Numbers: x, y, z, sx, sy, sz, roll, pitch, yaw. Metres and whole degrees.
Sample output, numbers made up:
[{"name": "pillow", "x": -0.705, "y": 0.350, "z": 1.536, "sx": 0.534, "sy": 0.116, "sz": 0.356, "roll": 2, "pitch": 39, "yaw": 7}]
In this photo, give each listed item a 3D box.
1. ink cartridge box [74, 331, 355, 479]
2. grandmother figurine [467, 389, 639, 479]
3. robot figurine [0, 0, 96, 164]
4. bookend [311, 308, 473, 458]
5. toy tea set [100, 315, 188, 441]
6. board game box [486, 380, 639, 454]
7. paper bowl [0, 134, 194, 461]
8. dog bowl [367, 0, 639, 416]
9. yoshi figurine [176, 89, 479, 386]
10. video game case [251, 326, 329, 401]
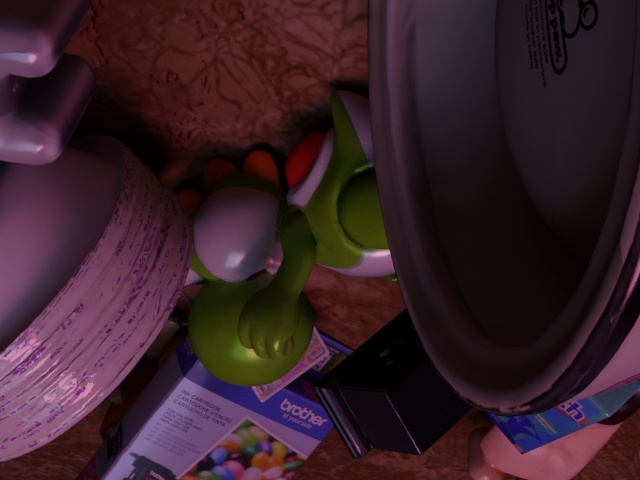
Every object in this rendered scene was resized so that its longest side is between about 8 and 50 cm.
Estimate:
[{"name": "ink cartridge box", "x": -0.112, "y": 0.212, "z": 1.115, "sx": 0.186, "sy": 0.065, "sz": 0.311, "roll": 31, "pitch": 104, "yaw": -28}, {"name": "grandmother figurine", "x": 0.270, "y": 0.151, "z": 1.061, "sx": 0.208, "sy": 0.104, "sz": 0.342, "roll": 22, "pitch": 136, "yaw": -11}, {"name": "robot figurine", "x": -0.344, "y": -0.144, "z": 0.739, "sx": 0.353, "sy": 0.200, "sz": 0.300, "roll": 9, "pitch": 125, "yaw": 0}, {"name": "bookend", "x": 0.103, "y": 0.098, "z": 0.804, "sx": 0.156, "sy": 0.157, "sz": 0.072, "roll": -9, "pitch": 114, "yaw": 59}, {"name": "toy tea set", "x": -0.266, "y": 0.148, "z": 1.130, "sx": 0.336, "sy": 0.124, "sz": 0.200, "roll": 18, "pitch": 139, "yaw": -11}, {"name": "board game box", "x": 0.178, "y": 0.104, "z": 0.944, "sx": 0.160, "sy": 0.047, "sz": 0.210, "roll": 49, "pitch": 160, "yaw": 10}, {"name": "paper bowl", "x": -0.256, "y": 0.027, "z": 0.861, "sx": 0.284, "sy": 0.284, "sz": 0.148, "roll": -22, "pitch": 129, "yaw": 31}, {"name": "dog bowl", "x": 0.145, "y": -0.115, "z": 0.557, "sx": 0.150, "sy": 0.408, "sz": 0.408, "roll": -1, "pitch": 142, "yaw": -12}, {"name": "yoshi figurine", "x": 0.013, "y": 0.023, "z": 0.885, "sx": 0.362, "sy": 0.203, "sz": 0.203, "roll": -16, "pitch": 141, "yaw": 31}, {"name": "video game case", "x": -0.053, "y": 0.090, "z": 1.041, "sx": 0.087, "sy": 0.011, "sz": 0.122, "roll": -35, "pitch": 114, "yaw": -13}]
